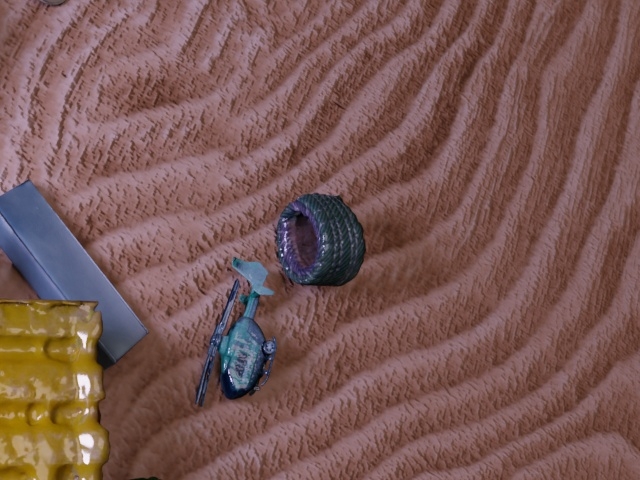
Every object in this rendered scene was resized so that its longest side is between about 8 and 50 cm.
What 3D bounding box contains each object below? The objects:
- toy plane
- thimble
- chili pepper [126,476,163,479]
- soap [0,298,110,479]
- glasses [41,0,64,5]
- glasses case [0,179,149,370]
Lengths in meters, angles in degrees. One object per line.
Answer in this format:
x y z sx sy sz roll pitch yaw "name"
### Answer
-0.111 0.138 1.803 0.096 0.060 0.235 20 64 -12 "toy plane"
0.000 0.003 1.894 0.090 0.118 0.135 3 53 -39 "thimble"
-0.259 0.369 1.603 0.073 0.050 0.182 45 54 -19 "chili pepper"
-0.424 0.218 1.485 0.335 0.156 0.294 2 74 -34 "soap"
-0.297 -0.389 1.816 0.189 0.220 0.088 -38 133 -40 "glasses"
-0.347 0.050 1.683 0.266 0.056 0.105 53 27 -5 "glasses case"
